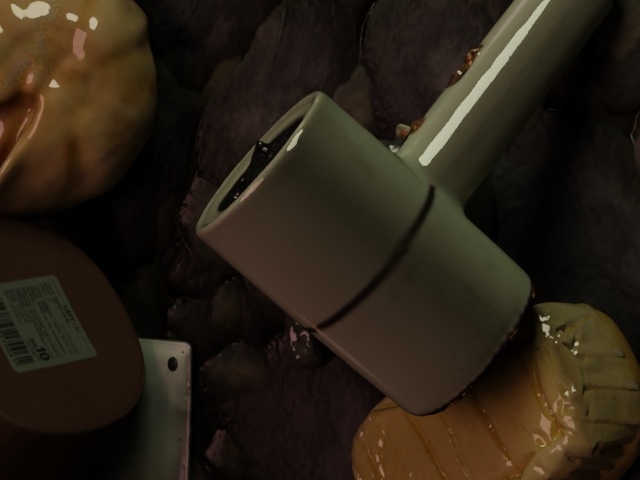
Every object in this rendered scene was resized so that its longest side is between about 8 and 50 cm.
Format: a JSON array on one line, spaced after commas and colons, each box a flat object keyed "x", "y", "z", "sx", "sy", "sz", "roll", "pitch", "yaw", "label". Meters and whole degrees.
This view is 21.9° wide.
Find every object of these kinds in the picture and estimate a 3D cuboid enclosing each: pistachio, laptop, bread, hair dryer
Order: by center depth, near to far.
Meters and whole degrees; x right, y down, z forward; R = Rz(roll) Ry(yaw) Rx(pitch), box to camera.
[{"x": 0.099, "y": -0.080, "z": 1.124, "sx": 0.362, "sy": 0.203, "sz": 0.128, "roll": -53, "pitch": 11, "yaw": -16, "label": "hair dryer"}, {"x": 0.128, "y": 0.141, "z": 1.176, "sx": 0.236, "sy": 0.106, "sz": 0.140, "roll": -39, "pitch": 60, "yaw": 37, "label": "bread"}, {"x": -0.284, "y": -0.122, "z": 1.522, "sx": 0.321, "sy": 0.238, "sz": 0.229, "roll": -35, "pitch": 98, "yaw": 31, "label": "pistachio"}, {"x": -0.184, "y": 0.224, "z": 1.553, "sx": 0.188, "sy": 0.015, "sz": 0.269, "roll": 1, "pitch": 89, "yaw": 45, "label": "laptop"}]

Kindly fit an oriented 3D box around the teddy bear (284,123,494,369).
[{"x": 0.010, "y": 0.011, "z": 1.272, "sx": 0.251, "sy": 0.144, "sz": 0.171, "roll": -10, "pitch": 83, "yaw": 45, "label": "teddy bear"}]

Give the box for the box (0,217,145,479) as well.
[{"x": -0.318, "y": 0.125, "z": 1.478, "sx": 0.216, "sy": 0.301, "sz": 0.301, "roll": -40, "pitch": 62, "yaw": 32, "label": "box"}]
